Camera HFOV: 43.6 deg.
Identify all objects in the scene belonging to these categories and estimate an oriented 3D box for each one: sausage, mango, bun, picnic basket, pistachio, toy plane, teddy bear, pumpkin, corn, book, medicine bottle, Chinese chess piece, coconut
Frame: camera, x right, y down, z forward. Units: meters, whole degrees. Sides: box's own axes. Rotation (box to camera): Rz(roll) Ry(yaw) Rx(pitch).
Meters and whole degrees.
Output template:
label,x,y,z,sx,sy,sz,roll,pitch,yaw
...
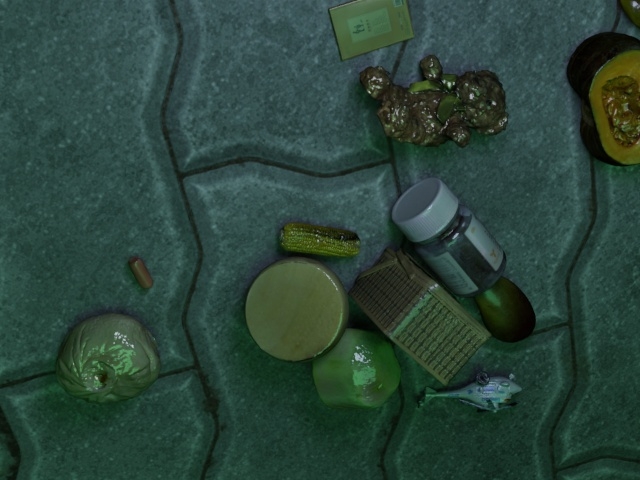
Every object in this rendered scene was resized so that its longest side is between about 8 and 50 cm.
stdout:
label,x,y,z,sx,sy,sz,roll,pitch,yaw
sausage,-0.420,0.077,1.873,0.034,0.034,0.083,-24,116,0
mango,0.466,0.179,2.024,0.133,0.111,0.267,-49,128,-3
bun,-0.494,0.295,1.891,0.243,0.153,0.244,-5,118,-9
picnic basket,0.227,0.162,1.886,0.228,0.313,0.175,41,91,-22
pistachio,0.754,-0.524,1.804,0.189,0.100,0.110,27,101,-21
toy plane,0.402,0.412,2.161,0.273,0.107,0.182,-6,160,19
teddy bear,0.260,-0.304,1.737,0.222,0.246,0.296,-36,146,25
pumpkin,0.712,-0.332,1.863,0.221,0.139,0.317,-23,112,3
corn,0.000,0.000,1.902,0.203,0.072,0.072,8,111,-16
book,0.113,-0.475,1.751,0.172,0.012,0.118,-18,115,-3
medicine bottle,0.307,-0.006,1.906,0.165,0.165,0.273,-39,113,7
Chinese chess piece,-0.056,0.163,1.894,0.250,0.097,0.251,0,90,9
coconut,0.079,0.319,1.989,0.235,0.236,0.205,10,74,-15
